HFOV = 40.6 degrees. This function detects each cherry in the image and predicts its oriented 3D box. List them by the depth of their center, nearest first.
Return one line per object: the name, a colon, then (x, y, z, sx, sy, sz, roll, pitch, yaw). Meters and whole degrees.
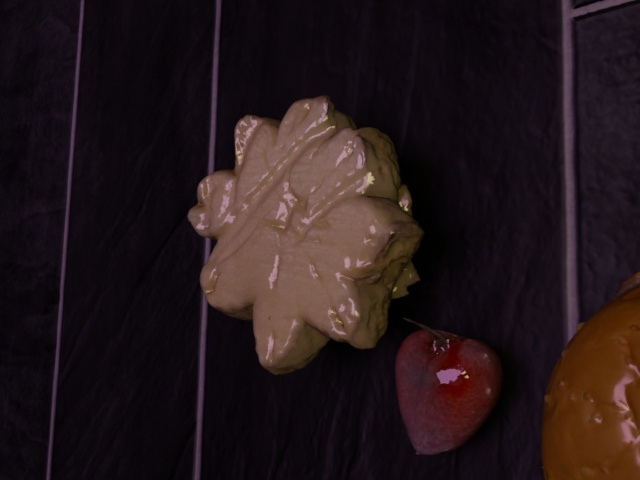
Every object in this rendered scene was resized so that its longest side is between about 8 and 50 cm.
cherry: (0.118, 0.136, 0.830, 0.106, 0.087, 0.126, 40, 128, 33)

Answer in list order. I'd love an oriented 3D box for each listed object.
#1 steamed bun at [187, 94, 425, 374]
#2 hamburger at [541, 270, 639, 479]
steamed bun: (0.000, 0.000, 0.935, 0.295, 0.137, 0.292, -4, 79, 37)
hamburger: (0.298, 0.135, 0.613, 0.318, 0.158, 0.318, -12, 73, 42)
